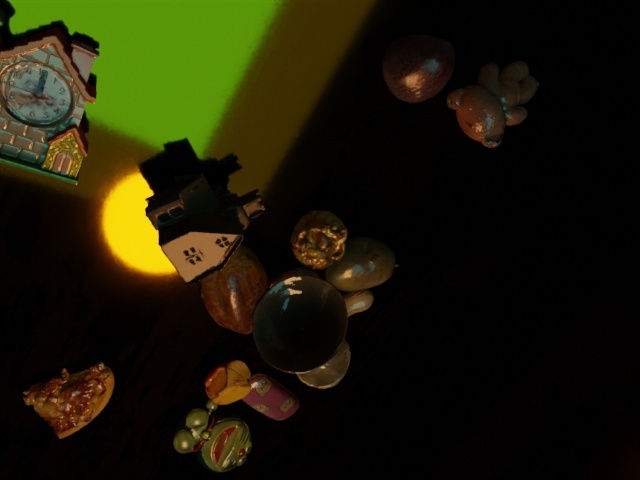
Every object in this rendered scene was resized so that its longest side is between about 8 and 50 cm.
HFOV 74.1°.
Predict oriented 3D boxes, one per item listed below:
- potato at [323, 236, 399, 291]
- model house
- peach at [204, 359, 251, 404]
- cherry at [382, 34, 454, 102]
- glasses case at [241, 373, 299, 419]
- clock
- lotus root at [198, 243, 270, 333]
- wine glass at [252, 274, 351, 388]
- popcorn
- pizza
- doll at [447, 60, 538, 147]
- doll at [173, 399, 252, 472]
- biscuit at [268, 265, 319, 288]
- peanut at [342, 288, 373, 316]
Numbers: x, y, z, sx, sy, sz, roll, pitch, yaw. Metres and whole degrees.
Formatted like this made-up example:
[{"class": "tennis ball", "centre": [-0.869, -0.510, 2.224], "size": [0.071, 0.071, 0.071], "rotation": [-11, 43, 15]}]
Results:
[{"class": "potato", "centre": [0.133, 0.075, 1.347], "size": [0.251, 0.159, 0.174], "rotation": [-1, 150, -13]}, {"class": "model house", "centre": [-0.255, -0.067, 0.995], "size": [0.243, 0.211, 0.205], "rotation": [-25, 133, -3]}, {"class": "peach", "centre": [-0.307, 0.477, 1.423], "size": [0.151, 0.118, 0.152], "rotation": [13, 71, -43]}, {"class": "cherry", "centre": [0.241, -0.420, 1.044], "size": [0.176, 0.176, 0.140], "rotation": [42, 67, -41]}, {"class": "glasses case", "centre": [-0.189, 0.591, 1.592], "size": [0.123, 0.076, 0.316], "rotation": [-36, 131, 1]}, {"class": "clock", "centre": [-0.531, -0.265, 0.781], "size": [0.219, 0.106, 0.255], "rotation": [17, 113, -35]}, {"class": "lotus root", "centre": [-0.245, 0.124, 1.179], "size": [0.193, 0.193, 0.291], "rotation": [-19, 135, -15]}, {"class": "wine glass", "centre": [-0.030, 0.306, 1.278], "size": [0.267, 0.267, 0.406], "rotation": [-28, 150, -8]}, {"class": "popcorn", "centre": [0.000, 0.000, 1.217], "size": [0.179, 0.180, 0.170], "rotation": [-33, 165, -3]}, {"class": "pizza", "centre": [-0.728, 0.462, 1.213], "size": [0.228, 0.081, 0.289], "rotation": [32, 106, -39]}, {"class": "doll", "centre": [0.501, -0.400, 1.234], "size": [0.303, 0.156, 0.201], "rotation": [-38, 92, -23]}, {"class": "doll", "centre": [-0.374, 0.694, 1.503], "size": [0.322, 0.186, 0.199], "rotation": [46, 64, -25]}, {"class": "biscuit", "centre": [-0.106, 0.144, 1.351], "size": [0.206, 0.025, 0.126], "rotation": [-38, 132, 0]}, {"class": "peanut", "centre": [0.090, 0.227, 1.474], "size": [0.206, 0.087, 0.087], "rotation": [-21, 130, -12]}]
